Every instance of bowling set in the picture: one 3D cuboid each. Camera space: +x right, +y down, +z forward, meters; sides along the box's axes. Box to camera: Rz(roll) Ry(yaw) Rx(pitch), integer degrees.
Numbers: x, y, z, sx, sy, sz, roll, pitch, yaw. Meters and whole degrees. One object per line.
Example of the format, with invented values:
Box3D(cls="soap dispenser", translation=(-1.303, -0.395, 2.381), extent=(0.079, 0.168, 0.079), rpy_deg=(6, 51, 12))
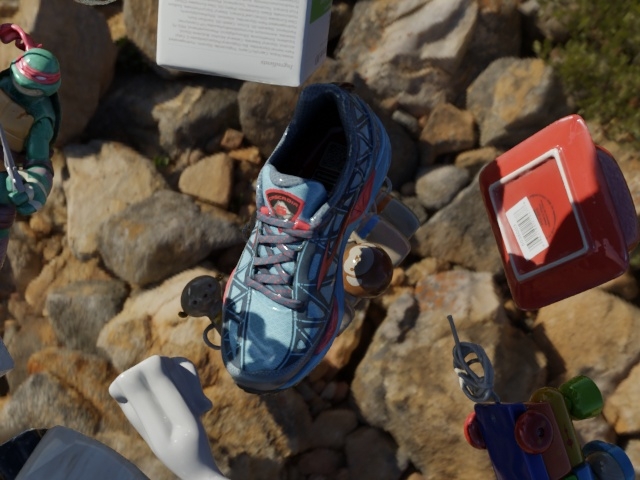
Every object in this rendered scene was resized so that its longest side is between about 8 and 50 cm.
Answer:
Box3D(cls="bowling set", translation=(0.000, 0.000, 0.939), extent=(0.154, 0.200, 0.287), rpy_deg=(41, 67, -1))

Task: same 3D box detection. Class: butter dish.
Box3D(cls="butter dish", translation=(0.255, -0.027, 0.902), extent=(0.118, 0.160, 0.160), rpy_deg=(-7, 75, -33))

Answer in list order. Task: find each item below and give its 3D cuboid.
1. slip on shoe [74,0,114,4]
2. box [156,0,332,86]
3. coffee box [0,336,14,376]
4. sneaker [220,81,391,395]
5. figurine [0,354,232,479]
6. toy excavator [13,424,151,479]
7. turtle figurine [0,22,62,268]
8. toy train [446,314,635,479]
Box3D(cls="slip on shoe", translation=(-0.097, -0.281, 0.530), extent=(0.101, 0.331, 0.123), rpy_deg=(45, 35, 23))
Box3D(cls="box", translation=(-0.048, -0.161, 0.617), extent=(0.102, 0.087, 0.101), rpy_deg=(10, 23, 6))
Box3D(cls="coffee box", translation=(-0.619, 0.099, 0.976), extent=(0.338, 0.334, 0.337), rpy_deg=(-32, 84, 15))
Box3D(cls="sneaker", translation=(-0.028, -0.010, 0.723), extent=(0.104, 0.125, 0.261), rpy_deg=(12, 74, 19))
Box3D(cls="figurine", translation=(-0.168, 0.241, 0.851), extent=(0.215, 0.092, 0.209), rpy_deg=(-30, 78, -14))
Box3D(cls="toy excavator", translation=(-0.295, 0.008, 0.320), extent=(0.433, 0.445, 0.222), rpy_deg=(-3, 32, 18))
Box3D(cls="turtle figurine", translation=(-0.272, -0.084, 0.752), extent=(0.175, 0.234, 0.118), rpy_deg=(45, 32, 14))
Box3D(cls="toy train", translation=(0.228, 0.173, 0.931), extent=(0.143, 0.105, 0.248), rpy_deg=(-18, 89, -28))
